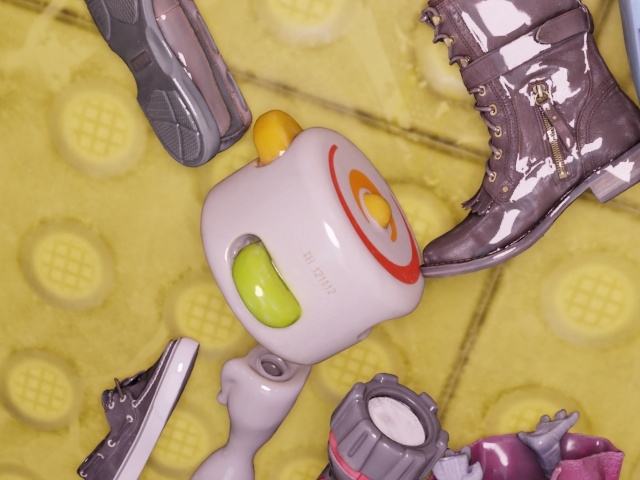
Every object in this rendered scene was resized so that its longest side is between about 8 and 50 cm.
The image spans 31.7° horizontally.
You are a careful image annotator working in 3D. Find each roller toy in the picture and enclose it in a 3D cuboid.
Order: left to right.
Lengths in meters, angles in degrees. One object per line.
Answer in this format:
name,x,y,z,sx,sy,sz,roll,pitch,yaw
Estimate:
roller toy,0.000,0.000,1.022,0.146,0.209,0.191,-30,138,21

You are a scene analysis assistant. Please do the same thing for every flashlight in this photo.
flashlight,0.007,0.260,1.076,0.103,0.103,0.304,10,128,-30

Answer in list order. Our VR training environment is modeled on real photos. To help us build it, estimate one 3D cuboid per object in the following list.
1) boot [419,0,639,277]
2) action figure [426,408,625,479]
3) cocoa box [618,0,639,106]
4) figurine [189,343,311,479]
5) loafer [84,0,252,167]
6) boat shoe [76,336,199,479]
boot,0.155,-0.113,0.993,0.263,0.091,0.229,-32,91,10
action figure,0.231,0.367,1.097,0.248,0.276,0.370,-9,96,8
cocoa box,0.315,-0.276,0.798,0.227,0.231,0.347,-9,121,15
figurine,-0.024,0.230,1.181,0.214,0.092,0.209,23,118,2
loafer,-0.148,-0.202,1.040,0.096,0.084,0.268,-8,110,47
boat shoe,-0.201,0.184,1.202,0.076,0.080,0.229,27,122,-3
